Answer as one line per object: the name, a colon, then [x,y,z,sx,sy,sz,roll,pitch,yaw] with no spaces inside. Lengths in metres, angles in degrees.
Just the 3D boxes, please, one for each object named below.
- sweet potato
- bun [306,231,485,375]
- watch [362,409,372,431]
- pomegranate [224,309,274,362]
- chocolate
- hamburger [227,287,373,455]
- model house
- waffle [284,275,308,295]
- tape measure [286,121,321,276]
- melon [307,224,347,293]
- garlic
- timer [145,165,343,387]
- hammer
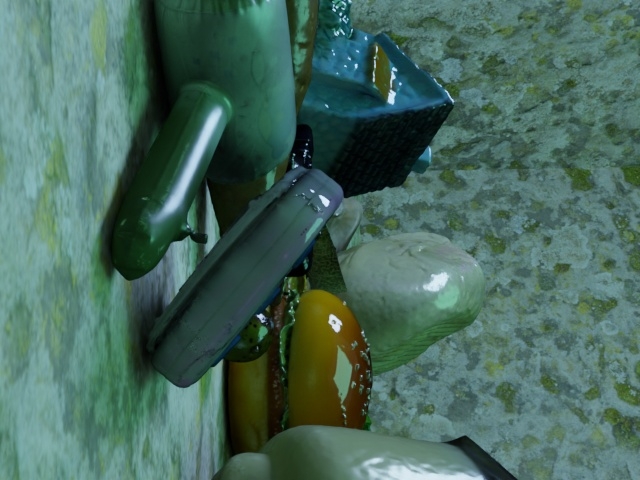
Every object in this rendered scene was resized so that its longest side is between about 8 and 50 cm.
sweet potato: [-0.070,-0.147,1.225,0.130,0.130,0.423,-45,139,-83]
bun: [0.101,0.101,1.986,0.213,0.361,0.361,63,-2,15]
watch: [0.005,0.311,1.931,0.152,0.165,0.131,30,37,-67]
pomegranate: [-0.084,0.092,1.279,0.084,0.073,0.073,-85,172,-48]
chocolate: [0.027,0.350,1.201,0.326,0.297,0.314,38,-70,56]
hamburger: [-0.019,0.174,1.454,0.246,0.170,0.246,-3,90,-83]
model house: [0.066,-0.195,1.631,0.261,0.241,0.226,123,-20,-60]
waffle: [-0.049,0.060,1.708,0.293,0.069,0.260,71,19,-77]
tape measure: [-0.053,-0.044,1.457,0.199,0.112,0.186,-75,165,-68]
melon: [0.001,0.008,1.676,0.182,0.054,0.098,78,3,-70]
garlic: [0.005,0.003,2.074,0.143,0.112,0.318,-57,164,-28]
timer: [-0.065,0.026,1.007,0.208,0.069,0.191,-52,-179,10]
hammer: [-0.103,-0.087,0.978,0.335,0.119,0.206,-75,163,-50]
